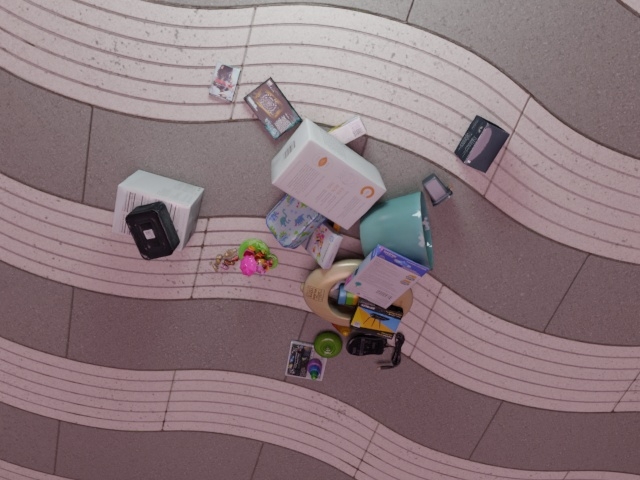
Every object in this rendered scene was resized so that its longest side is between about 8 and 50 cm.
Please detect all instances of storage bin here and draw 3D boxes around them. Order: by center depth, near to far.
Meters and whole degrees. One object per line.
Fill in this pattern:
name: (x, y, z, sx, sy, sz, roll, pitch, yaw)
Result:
storage bin: (-0.590, -0.034, 1.741, 0.122, 0.084, 0.180, -12, 115, 8)
storage bin: (0.431, -0.197, 1.826, 0.098, 0.135, 0.091, -35, 99, 16)

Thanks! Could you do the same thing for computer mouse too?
computer mouse: (0.236, 0.487, 2.177, 0.262, 0.060, 0.183, -3, 110, -9)

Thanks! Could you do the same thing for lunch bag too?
lunch bag: (-0.094, -0.091, 1.880, 0.219, 0.090, 0.176, -46, 68, 17)

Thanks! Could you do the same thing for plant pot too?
plant pot: (0.279, -0.020, 1.833, 0.236, 0.293, 0.292, -8, 114, 17)

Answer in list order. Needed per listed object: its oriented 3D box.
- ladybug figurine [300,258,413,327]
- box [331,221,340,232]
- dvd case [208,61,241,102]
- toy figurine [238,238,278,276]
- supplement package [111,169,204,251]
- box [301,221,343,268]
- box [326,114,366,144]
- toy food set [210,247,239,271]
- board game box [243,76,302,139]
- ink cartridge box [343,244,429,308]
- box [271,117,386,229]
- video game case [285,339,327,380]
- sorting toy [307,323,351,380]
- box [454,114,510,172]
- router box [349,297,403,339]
ladybug figurine: (0.144, 0.200, 1.992, 0.450, 0.161, 0.304, 10, 115, -3)
box: (0.055, -0.038, 1.934, 0.028, 0.081, 0.136, 12, 114, -4)
dvd case: (-0.341, -0.562, 1.752, 0.087, 0.013, 0.119, 19, 114, -6)
toy figurine: (-0.256, 0.094, 1.963, 0.173, 0.159, 0.130, 30, 112, -11)
supplement package: (-0.608, -0.115, 1.861, 0.263, 0.199, 0.197, 16, 114, -5)
box: (0.000, 0.000, 1.904, 0.038, 0.186, 0.145, 2, 121, -39)
box: (0.012, -0.354, 1.804, 0.324, 0.063, 0.067, -26, 111, 13)
toy food set: (-0.389, 0.083, 2.042, 0.122, 0.019, 0.077, -23, 112, 4)
board game box: (-0.172, -0.474, 1.778, 0.126, 0.026, 0.186, -32, 109, 16)
ink cartridge box: (0.232, 0.124, 1.761, 0.186, 0.065, 0.311, 25, 143, -9)
box: (0.026, -0.230, 1.749, 0.346, 0.168, 0.215, 31, 119, -26)
video game case: (-0.061, 0.545, 2.233, 0.173, 0.022, 0.190, 10, 115, -3)
sorting toy: (0.044, 0.461, 2.112, 0.127, 0.126, 0.365, 27, 110, -10)
box: (0.564, -0.341, 1.736, 0.093, 0.158, 0.155, 24, 113, -8)
router box: (0.216, 0.303, 1.922, 0.179, 0.046, 0.133, 16, 115, -6)
